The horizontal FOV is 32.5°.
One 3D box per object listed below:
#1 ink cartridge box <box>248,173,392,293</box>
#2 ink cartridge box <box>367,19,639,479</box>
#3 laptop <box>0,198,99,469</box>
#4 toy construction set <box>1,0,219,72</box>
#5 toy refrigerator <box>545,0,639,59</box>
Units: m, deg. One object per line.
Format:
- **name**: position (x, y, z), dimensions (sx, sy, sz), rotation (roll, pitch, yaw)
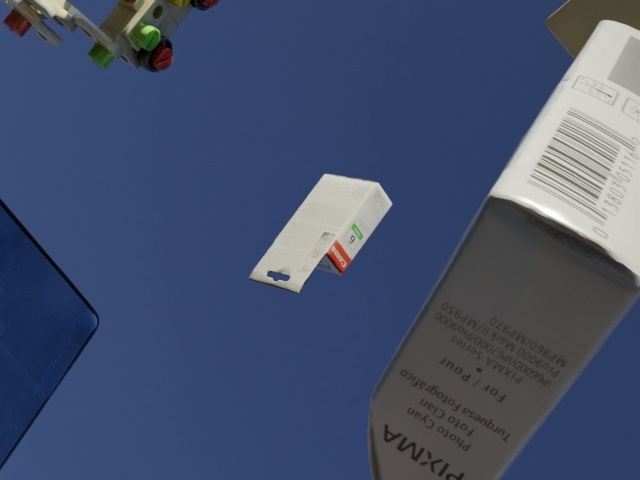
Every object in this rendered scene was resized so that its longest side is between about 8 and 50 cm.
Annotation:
- **ink cartridge box**: position (0.000, 0.000, 0.877), dimensions (0.063, 0.115, 0.029), rotation (13, -30, 45)
- **ink cartridge box**: position (0.095, 0.070, 0.718), dimensions (0.091, 0.308, 0.385), rotation (33, -56, 5)
- **laptop**: position (-0.232, 0.085, 0.482), dimensions (0.236, 0.382, 0.408), rotation (38, -28, -15)
- **toy construction set**: position (-0.221, -0.329, 1.310), dimensions (0.327, 0.215, 0.151), rotation (-41, -117, -3)
- **toy refrigerator**: position (0.342, -0.245, 0.991), dimensions (0.269, 0.094, 0.102), rotation (-41, -97, 15)
